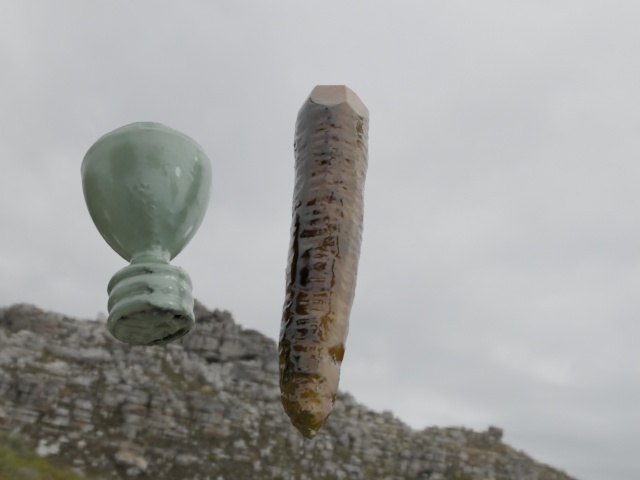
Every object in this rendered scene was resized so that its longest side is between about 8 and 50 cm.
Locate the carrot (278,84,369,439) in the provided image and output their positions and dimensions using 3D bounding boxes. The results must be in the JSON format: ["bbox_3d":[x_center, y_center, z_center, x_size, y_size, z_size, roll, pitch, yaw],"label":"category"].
[{"bbox_3d":[0.000,0.000,0.582,0.066,0.314,0.066,4,-35,3],"label":"carrot"}]

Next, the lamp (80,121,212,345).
[{"bbox_3d":[-0.136,-0.011,0.591,0.106,0.193,0.106,-6,-35,-4],"label":"lamp"}]
